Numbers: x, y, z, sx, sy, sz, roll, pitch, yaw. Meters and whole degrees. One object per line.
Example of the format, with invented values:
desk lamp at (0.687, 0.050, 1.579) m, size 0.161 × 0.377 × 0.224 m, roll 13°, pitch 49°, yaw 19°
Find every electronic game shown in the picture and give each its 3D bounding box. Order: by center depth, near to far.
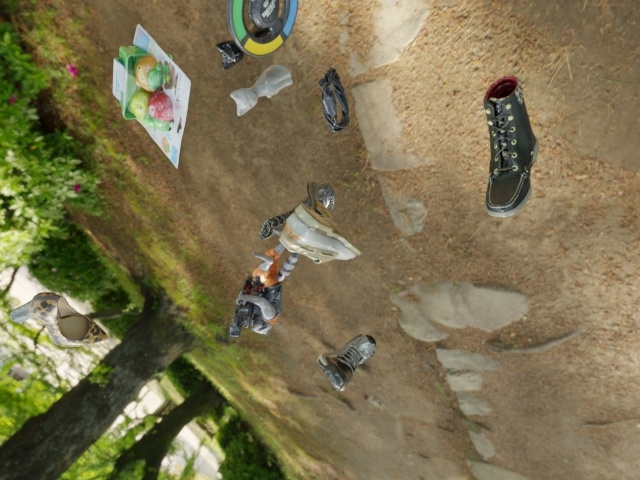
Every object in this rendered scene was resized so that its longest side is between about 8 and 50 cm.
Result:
electronic game at (-0.135, -0.563, 1.103) m, size 0.048 × 0.229 × 0.229 m, roll 33°, pitch 143°, yaw 27°

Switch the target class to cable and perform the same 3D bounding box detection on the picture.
cable at (0.041, -0.406, 1.324) m, size 0.047 × 0.151 × 0.184 m, roll -6°, pitch 137°, yaw 23°

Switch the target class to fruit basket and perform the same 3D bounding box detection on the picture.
fruit basket at (-0.543, -0.464, 1.481) m, size 0.353 × 0.165 × 0.327 m, roll 53°, pitch 137°, yaw 27°

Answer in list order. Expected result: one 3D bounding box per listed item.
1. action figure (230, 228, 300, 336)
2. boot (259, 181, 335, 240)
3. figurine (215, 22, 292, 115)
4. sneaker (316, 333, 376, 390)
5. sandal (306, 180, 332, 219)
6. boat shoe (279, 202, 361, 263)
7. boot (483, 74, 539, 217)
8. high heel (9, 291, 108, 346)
action figure at (-0.173, 0.172, 1.439) m, size 0.178 × 0.341 × 0.330 m, roll 10°, pitch 116°, yaw -3°
boot at (-0.084, -0.088, 1.565) m, size 0.091 × 0.229 × 0.263 m, roll 57°, pitch 143°, yaw 11°
figurine at (-0.188, -0.479, 1.270) m, size 0.092 × 0.209 × 0.215 m, roll 18°, pitch 138°, yaw 33°
sneaker at (0.067, 0.257, 1.022) m, size 0.086 × 0.132 × 0.229 m, roll 53°, pitch 176°, yaw 7°
sandal at (0.002, -0.081, 1.331) m, size 0.060 × 0.219 × 0.090 m, roll -10°, pitch 151°, yaw 7°
boat shoe at (0.000, 0.000, 1.166) m, size 0.113 × 0.103 × 0.302 m, roll 50°, pitch -168°, yaw 34°
boot at (0.347, -0.179, 0.864) m, size 0.085 × 0.236 × 0.179 m, roll 1°, pitch 139°, yaw 40°
high heel at (-0.645, 0.213, 1.201) m, size 0.186 × 0.093 × 0.261 m, roll -21°, pitch 143°, yaw 31°
